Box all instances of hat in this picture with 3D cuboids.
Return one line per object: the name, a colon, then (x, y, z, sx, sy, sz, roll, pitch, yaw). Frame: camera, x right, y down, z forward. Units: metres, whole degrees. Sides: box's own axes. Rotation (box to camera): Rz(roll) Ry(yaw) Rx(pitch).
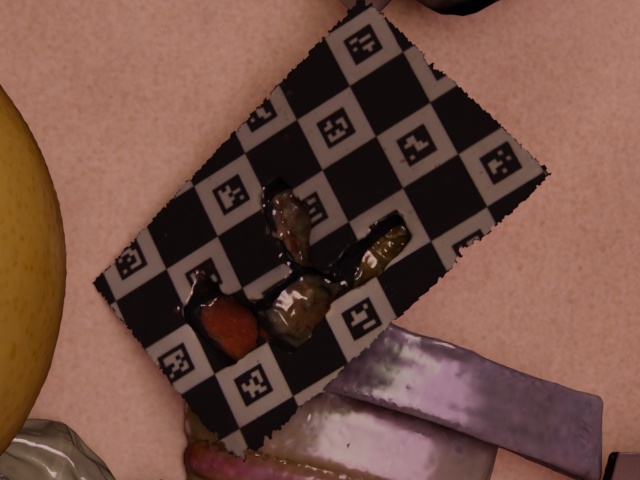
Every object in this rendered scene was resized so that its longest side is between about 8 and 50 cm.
hat: (-0.211, 0.177, 1.312, 0.166, 0.081, 0.122, -22, 136, -11)

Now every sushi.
sushi: (0.000, 0.000, 1.332, 0.279, 0.043, 0.192, -46, 63, 5)

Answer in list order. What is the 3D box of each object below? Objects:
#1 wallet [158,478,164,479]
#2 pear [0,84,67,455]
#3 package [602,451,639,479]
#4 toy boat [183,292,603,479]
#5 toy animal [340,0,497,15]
wallet: (-0.134, 0.271, 1.262, 0.222, 0.036, 0.167, -33, 117, -54)
pear: (-0.315, 0.006, 1.148, 0.348, 0.348, 0.348, 1, 86, -18)
package: (0.275, 0.264, 1.445, 0.204, 0.062, 0.251, 1, 107, -20)
toy boat: (0.029, 0.170, 1.370, 0.276, 0.111, 0.293, 35, 86, -6)
toy animal: (0.140, -0.278, 1.387, 0.303, 0.194, 0.344, 42, 81, -5)
